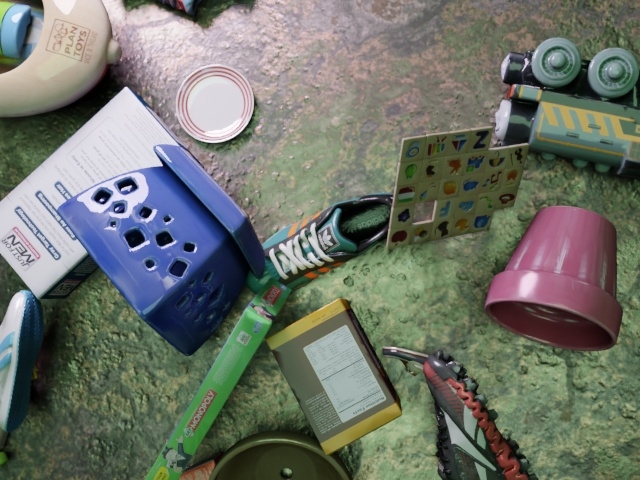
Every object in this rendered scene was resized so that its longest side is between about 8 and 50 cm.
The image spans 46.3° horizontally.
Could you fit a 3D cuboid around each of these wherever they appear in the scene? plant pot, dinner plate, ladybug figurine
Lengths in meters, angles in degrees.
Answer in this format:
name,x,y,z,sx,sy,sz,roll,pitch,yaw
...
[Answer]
name,x,y,z,sx,sy,sz,roll,pitch,yaw
plant pot,-0.059,0.401,1.204,0.237,0.110,0.238,1,103,4
dinner plate,-0.186,-0.241,1.328,0.141,0.017,0.141,0,86,5
plant pot,-0.225,0.007,1.166,0.212,0.236,0.236,-42,70,-10
ladybug figurine,-0.552,-0.356,1.298,0.449,0.162,0.305,16,87,7
plant pot,0.378,0.054,1.172,0.201,0.201,0.180,19,72,7

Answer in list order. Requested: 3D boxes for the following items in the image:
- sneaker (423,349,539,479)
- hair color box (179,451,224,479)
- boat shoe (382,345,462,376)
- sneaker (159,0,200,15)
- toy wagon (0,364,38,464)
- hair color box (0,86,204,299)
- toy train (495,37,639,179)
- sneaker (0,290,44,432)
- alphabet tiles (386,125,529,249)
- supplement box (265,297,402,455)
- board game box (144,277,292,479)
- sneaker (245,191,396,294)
name,x,y,z,sx,sy,sz,roll,pitch,yaw
sneaker,0.225,0.309,1.189,0.135,0.097,0.276,-32,97,6
hair color box,-0.226,0.406,1.252,0.141,0.072,0.043,-24,83,4
boat shoe,0.167,0.207,1.245,0.136,0.049,0.043,15,89,2
sneaker,-0.258,-0.456,1.309,0.261,0.104,0.125,-11,87,5
toy wagon,-0.636,0.284,1.304,0.344,0.068,0.267,-27,84,2
hair color box,-0.390,-0.076,1.289,0.347,0.105,0.174,-42,84,1
toy train,0.449,-0.208,1.211,0.333,0.142,0.190,12,96,7
sneaker,-0.520,0.192,1.225,0.092,0.087,0.229,11,84,7
alphabet tiles,0.221,-0.087,1.188,0.237,0.009,0.198,-11,127,-21
supplement box,0.027,0.207,1.183,0.129,0.191,0.194,-29,83,2
board game box,-0.154,0.220,1.159,0.046,0.213,0.317,31,100,1
sneaker,0.000,0.000,1.238,0.302,0.121,0.108,-29,85,4
